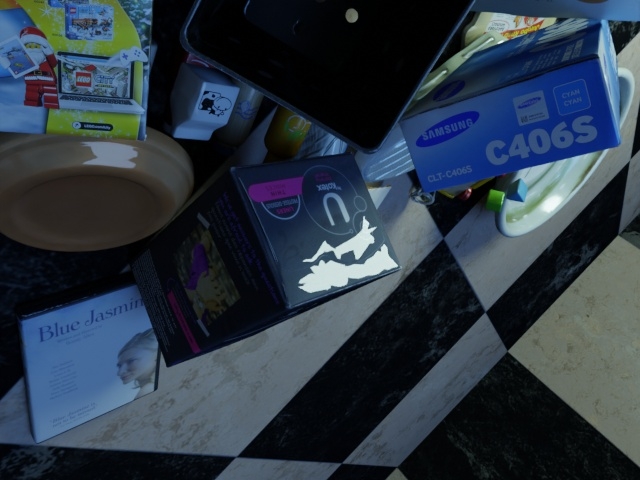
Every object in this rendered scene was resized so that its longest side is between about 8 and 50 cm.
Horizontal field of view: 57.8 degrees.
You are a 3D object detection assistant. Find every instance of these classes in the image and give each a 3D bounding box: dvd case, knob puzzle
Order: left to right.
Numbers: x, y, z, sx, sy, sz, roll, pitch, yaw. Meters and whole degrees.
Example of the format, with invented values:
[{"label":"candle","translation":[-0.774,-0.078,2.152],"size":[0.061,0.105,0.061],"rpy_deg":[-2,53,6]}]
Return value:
[{"label":"dvd case","translation":[-0.291,0.150,0.760],"size":[0.180,0.022,0.253],"rpy_deg":[-19,139,-37]},{"label":"knob puzzle","translation":[0.283,-0.323,0.894],"size":[0.213,0.030,0.213],"rpy_deg":[-24,148,-16]}]

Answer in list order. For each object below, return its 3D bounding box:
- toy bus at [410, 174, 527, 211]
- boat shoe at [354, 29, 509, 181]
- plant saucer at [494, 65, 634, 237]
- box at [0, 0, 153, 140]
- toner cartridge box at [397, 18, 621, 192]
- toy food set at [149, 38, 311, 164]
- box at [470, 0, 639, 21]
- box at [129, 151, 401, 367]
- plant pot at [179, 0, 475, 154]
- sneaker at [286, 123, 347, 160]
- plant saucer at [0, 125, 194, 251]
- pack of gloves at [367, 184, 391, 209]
[{"label":"toy bus","translation":[0.244,-0.147,0.973],"size":[0.191,0.202,0.104],"rpy_deg":[57,48,-52]},{"label":"boat shoe","translation":[0.168,-0.194,0.844],"size":[0.302,0.094,0.109],"rpy_deg":[-32,158,-7]},{"label":"plant saucer","translation":[0.482,-0.192,1.217],"size":[0.400,0.100,0.401],"rpy_deg":[-30,145,-24]},{"label":"box","translation":[-0.229,-0.153,0.373],"size":[0.232,0.044,0.159],"rpy_deg":[1,124,-22]},{"label":"toner cartridge box","translation":[0.215,-0.161,0.603],"size":[0.348,0.165,0.075],"rpy_deg":[-47,118,-54]},{"label":"toy food set","translation":[-0.122,-0.124,0.562],"size":[0.232,0.111,0.105],"rpy_deg":[-5,130,-47]},{"label":"box","translation":[0.168,-0.357,0.477],"size":[0.345,0.215,0.168],"rpy_deg":[28,85,-52]},{"label":"box","translation":[-0.075,0.027,0.648],"size":[0.165,0.144,0.270],"rpy_deg":[-15,170,-43]},{"label":"plant pot","translation":[0.006,-0.219,0.518],"size":[0.188,0.167,0.188],"rpy_deg":[27,108,-17]},{"label":"sneaker","translation":[-0.014,-0.099,0.751],"size":[0.086,0.085,0.237],"rpy_deg":[-17,142,-50]},{"label":"plant saucer","translation":[-0.215,-0.040,0.534],"size":[0.199,0.037,0.200],"rpy_deg":[-13,158,-5]},{"label":"pack of gloves","translation":[0.000,0.000,0.936],"size":[0.195,0.046,0.232],"rpy_deg":[-16,142,-57]}]
